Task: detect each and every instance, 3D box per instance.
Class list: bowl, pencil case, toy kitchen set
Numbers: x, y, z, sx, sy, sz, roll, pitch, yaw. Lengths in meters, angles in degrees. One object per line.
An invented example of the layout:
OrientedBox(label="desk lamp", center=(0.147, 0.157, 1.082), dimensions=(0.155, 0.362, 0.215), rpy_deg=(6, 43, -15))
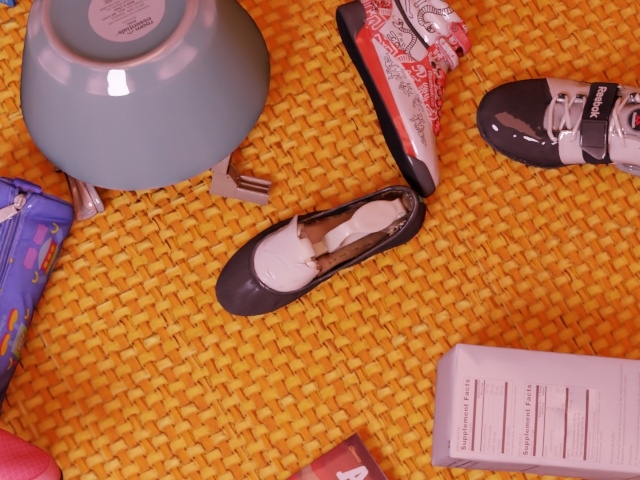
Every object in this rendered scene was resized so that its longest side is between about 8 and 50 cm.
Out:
OrientedBox(label="bowl", center=(-0.223, -0.232, 1.875), dimensions=(0.311, 0.163, 0.312), rpy_deg=(-3, 62, 6))
OrientedBox(label="pencil case", center=(-0.382, 0.068, 1.841), dimensions=(0.119, 0.133, 0.306), rpy_deg=(18, 76, -2))
OrientedBox(label="toy kitchen set", center=(-0.091, -0.102, 1.951), dimensions=(0.075, 0.083, 0.068), rpy_deg=(13, 34, -3))

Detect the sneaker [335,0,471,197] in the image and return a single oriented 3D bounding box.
OrientedBox(label="sneaker", center=(0.133, -0.197, 1.984), dimensions=(0.145, 0.090, 0.270), rpy_deg=(-21, 77, -8))

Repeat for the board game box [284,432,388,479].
OrientedBox(label="board game box", center=(0.061, 0.382, 1.865), dimensions=(0.145, 0.027, 0.281), rpy_deg=(-33, 81, -14))

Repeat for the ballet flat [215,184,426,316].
OrientedBox(label="ballet flat", center=(0.000, 0.000, 1.917), dimensions=(0.280, 0.096, 0.095), rpy_deg=(-28, 81, -12))

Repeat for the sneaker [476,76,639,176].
OrientedBox(label="sneaker", center=(0.362, -0.149, 1.971), dimensions=(0.330, 0.146, 0.122), rpy_deg=(8, 77, -3))

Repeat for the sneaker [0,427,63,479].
OrientedBox(label="sneaker", center=(-0.415, 0.187, 1.667), dimensions=(0.313, 0.116, 0.136), rpy_deg=(21, 118, 3))

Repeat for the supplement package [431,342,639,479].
OrientedBox(label="supplement package", center=(0.263, 0.205, 1.873), dimensions=(0.244, 0.139, 0.134), rpy_deg=(6, 77, -5))

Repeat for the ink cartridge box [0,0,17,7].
OrientedBox(label="ink cartridge box", center=(-0.458, -0.377, 1.935), dimensions=(0.203, 0.148, 0.086), rpy_deg=(19, 77, 0))

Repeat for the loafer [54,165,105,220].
OrientedBox(label="loafer", center=(-0.305, -0.083, 1.934), dimensions=(0.039, 0.045, 0.125), rpy_deg=(-28, 83, -5))
